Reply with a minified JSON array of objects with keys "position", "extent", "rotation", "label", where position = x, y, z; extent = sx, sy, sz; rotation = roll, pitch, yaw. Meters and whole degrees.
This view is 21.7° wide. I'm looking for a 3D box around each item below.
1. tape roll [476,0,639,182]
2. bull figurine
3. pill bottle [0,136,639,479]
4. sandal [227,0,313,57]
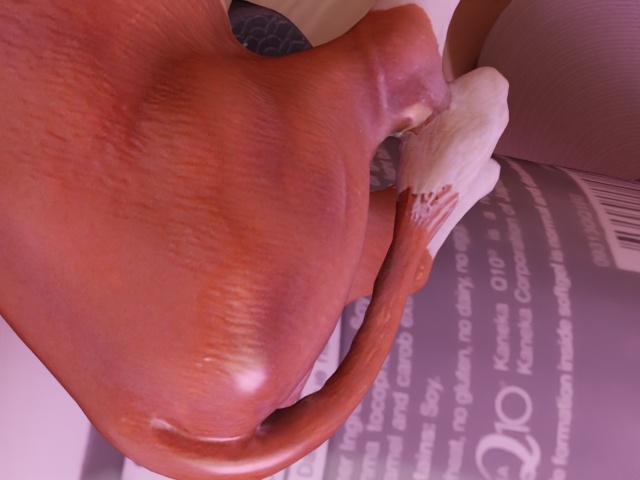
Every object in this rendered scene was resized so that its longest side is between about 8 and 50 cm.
[{"position":[0.206,0.049,0.676],"extent":[0.072,0.392,0.392],"rotation":[-30,133,-19],"label":"tape roll"},{"position":[-0.081,-0.083,0.431],"extent":[0.188,0.310,0.101],"rotation":[-37,175,-32],"label":"bull figurine"},{"position":[-0.030,0.060,0.560],"extent":[0.363,0.210,0.210],"rotation":[10,113,-16],"label":"pill bottle"},{"position":[0.000,-0.001,0.730],"extent":[0.097,0.054,0.254],"rotation":[-41,126,-20],"label":"sandal"}]
